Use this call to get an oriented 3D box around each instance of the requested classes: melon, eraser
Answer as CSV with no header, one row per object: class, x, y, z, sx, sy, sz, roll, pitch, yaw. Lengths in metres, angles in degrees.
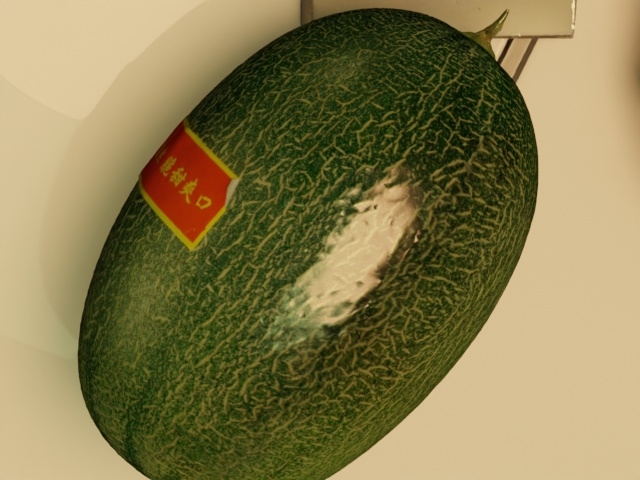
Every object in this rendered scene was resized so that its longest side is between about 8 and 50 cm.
melon,0.000,0.000,0.791,0.182,0.182,0.287,40,92,-21
eraser,0.065,-0.157,0.849,0.150,0.023,0.103,-2,105,-14
